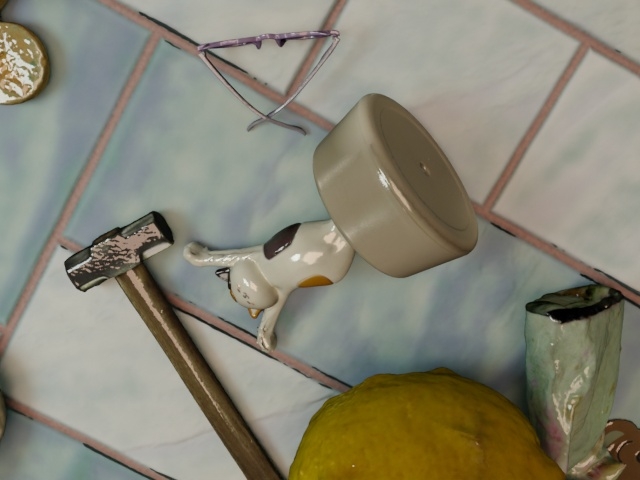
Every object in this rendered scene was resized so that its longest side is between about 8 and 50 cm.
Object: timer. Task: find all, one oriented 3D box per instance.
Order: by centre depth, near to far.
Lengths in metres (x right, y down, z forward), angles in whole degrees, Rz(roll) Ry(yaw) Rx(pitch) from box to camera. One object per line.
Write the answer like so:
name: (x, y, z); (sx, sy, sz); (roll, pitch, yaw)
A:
timer: (0.000, 0.000, 0.782); (0.266, 0.175, 0.175); (-34, 100, 26)

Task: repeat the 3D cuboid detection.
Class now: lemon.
lemon: (0.096, 0.246, 0.772); (0.288, 0.233, 0.233); (-15, 102, 25)

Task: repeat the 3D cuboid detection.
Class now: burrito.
burrito: (0.260, 0.163, 0.816); (0.144, 0.089, 0.228); (-11, 105, -42)

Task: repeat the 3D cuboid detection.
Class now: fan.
fan: (0.407, 0.282, 0.888); (0.227, 0.008, 0.152); (6, 101, 0)

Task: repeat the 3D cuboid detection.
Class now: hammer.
hammer: (-0.131, 0.145, 0.853); (0.111, 0.043, 0.365); (-29, 102, 5)

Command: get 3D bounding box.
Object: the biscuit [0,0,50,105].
biscuit: (-0.371, -0.226, 0.779); (0.234, 0.030, 0.153); (39, 99, -7)

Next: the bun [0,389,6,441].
bun: (-0.426, 0.189, 0.821); (0.114, 0.167, 0.173); (19, 96, 40)

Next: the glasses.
glasses: (-0.047, -0.151, 0.776); (0.140, 0.062, 0.103); (-4, 103, 2)
